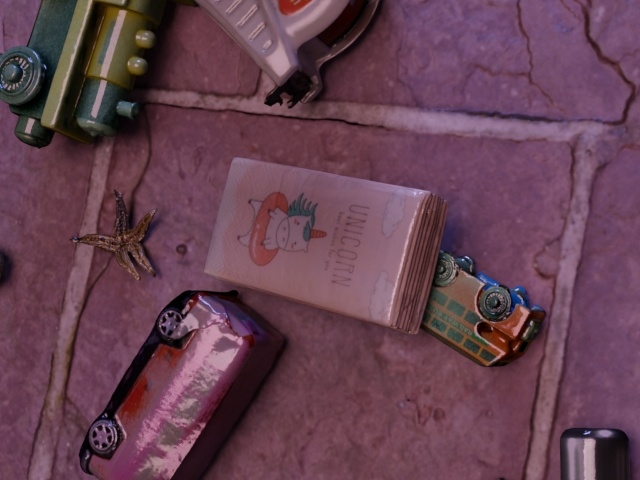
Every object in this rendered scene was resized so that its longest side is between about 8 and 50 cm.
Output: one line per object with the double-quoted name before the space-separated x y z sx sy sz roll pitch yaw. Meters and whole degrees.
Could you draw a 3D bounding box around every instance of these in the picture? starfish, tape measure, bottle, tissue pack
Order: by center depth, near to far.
"bottle" 0.316 0.338 1.417 0.096 0.079 0.253 4 80 -13
"tissue pack" 0.000 0.000 1.579 0.325 0.071 0.170 14 87 42
"tape measure" -0.045 -0.344 1.667 0.265 0.130 0.258 -45 66 7
"starfish" -0.286 -0.003 1.773 0.130 0.041 0.133 -3 74 16

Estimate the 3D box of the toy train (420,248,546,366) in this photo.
"toy train" 0.176 0.077 1.527 0.188 0.072 0.099 31 103 26

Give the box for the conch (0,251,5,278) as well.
"conch" -0.496 0.038 1.861 0.076 0.057 0.085 -52 33 28

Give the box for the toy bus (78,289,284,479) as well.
"toy bus" -0.184 0.207 1.644 0.147 0.127 0.302 34 97 23

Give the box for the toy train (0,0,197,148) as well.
"toy train" -0.310 -0.296 1.772 0.237 0.150 0.368 15 86 21
